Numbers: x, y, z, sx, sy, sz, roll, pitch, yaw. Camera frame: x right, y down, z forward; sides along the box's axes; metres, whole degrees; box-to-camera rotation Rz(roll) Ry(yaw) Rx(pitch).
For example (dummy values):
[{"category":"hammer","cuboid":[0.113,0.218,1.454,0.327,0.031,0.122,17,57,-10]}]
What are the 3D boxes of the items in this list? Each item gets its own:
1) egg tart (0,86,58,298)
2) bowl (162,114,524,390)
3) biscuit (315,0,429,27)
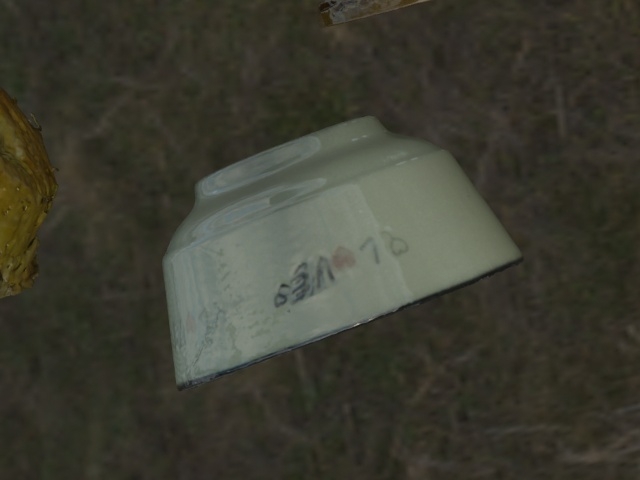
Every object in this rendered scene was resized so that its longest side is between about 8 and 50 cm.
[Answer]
[{"category":"egg tart","cuboid":[-0.345,-0.079,1.909,0.116,0.295,0.295,-27,73,14]},{"category":"bowl","cuboid":[0.000,0.000,1.235,0.237,0.237,0.126,-21,89,48]},{"category":"biscuit","cuboid":[0.095,-0.224,1.632,0.181,0.208,0.049,-98,-6,-85]}]
